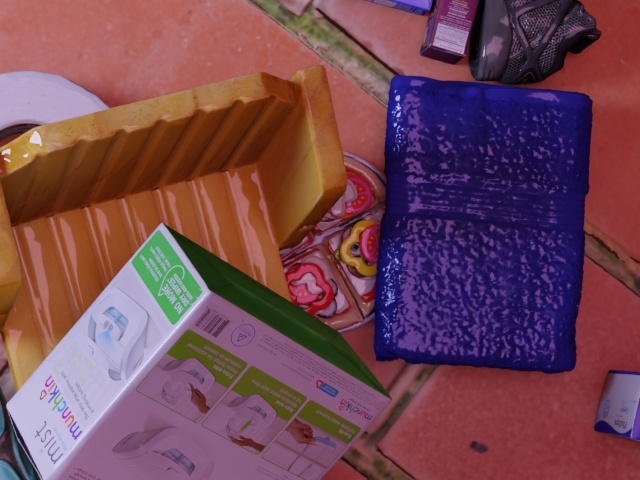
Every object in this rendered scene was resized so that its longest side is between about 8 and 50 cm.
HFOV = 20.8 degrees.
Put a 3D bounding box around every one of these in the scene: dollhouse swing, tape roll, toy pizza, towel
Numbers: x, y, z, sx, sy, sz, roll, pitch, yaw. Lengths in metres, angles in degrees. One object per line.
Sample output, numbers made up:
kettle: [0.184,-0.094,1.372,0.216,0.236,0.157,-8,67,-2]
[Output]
dollhouse swing: [-0.141,0.057,1.648,0.347,0.315,0.305,-15,79,-20]
tape roll: [-0.299,-0.061,1.786,0.219,0.072,0.219,1,86,-8]
toy pizza: [0.000,0.000,1.848,0.201,0.032,0.201,1,86,-9]
towel: [0.170,-0.015,1.854,0.228,0.076,0.308,5,83,-11]

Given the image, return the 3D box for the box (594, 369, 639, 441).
box: [0.378,0.188,1.846,0.137,0.126,0.072,15,85,-8]

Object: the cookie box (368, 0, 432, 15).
cookie box: [0.073,-0.300,1.878,0.107,0.040,0.091,14,84,-8]

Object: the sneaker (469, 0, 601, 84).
sneaker: [0.238,-0.278,1.882,0.130,0.087,0.227,6,88,-10]

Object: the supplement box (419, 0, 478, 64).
supplement box: [0.140,-0.238,1.877,0.043,0.055,0.083,15,84,-8]

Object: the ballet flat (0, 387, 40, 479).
ballet flat: [-0.337,0.210,1.749,0.083,0.087,0.247,-26,97,-10]

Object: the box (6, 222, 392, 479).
box: [-0.108,0.153,1.609,0.231,0.127,0.262,-49,131,9]
